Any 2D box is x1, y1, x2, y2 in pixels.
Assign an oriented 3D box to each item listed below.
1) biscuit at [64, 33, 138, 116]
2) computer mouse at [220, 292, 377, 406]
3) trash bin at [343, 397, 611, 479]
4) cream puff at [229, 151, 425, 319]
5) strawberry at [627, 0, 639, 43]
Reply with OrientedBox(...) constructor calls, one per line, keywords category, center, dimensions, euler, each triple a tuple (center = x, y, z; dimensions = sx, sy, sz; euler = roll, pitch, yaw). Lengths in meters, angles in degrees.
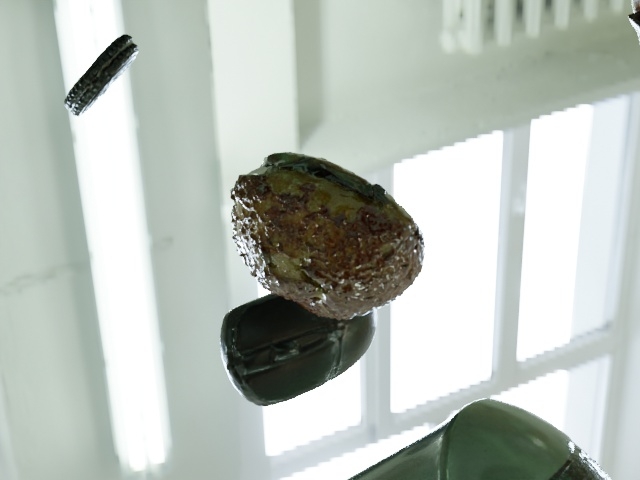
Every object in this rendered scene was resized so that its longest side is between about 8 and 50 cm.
OrientedBox(category="biscuit", center=(-0.206, -0.154, 1.312), dimensions=(0.027, 0.089, 0.087), euler=(42, -136, -7))
OrientedBox(category="computer mouse", center=(-0.008, 0.115, 1.805), dimensions=(0.269, 0.138, 0.086), euler=(-25, -168, -42))
OrientedBox(category="trash bin", center=(0.082, 0.331, 1.262), dimensions=(0.432, 0.280, 0.280), euler=(-32, -159, 29))
OrientedBox(category="cream puff", center=(0.001, 0.000, 1.576), dimensions=(0.240, 0.240, 0.164), euler=(27, -106, 36))
OrientedBox(category="strawberry", center=(0.434, -0.154, 1.050), dimensions=(0.345, 0.295, 0.317), euler=(-30, -111, -9))
